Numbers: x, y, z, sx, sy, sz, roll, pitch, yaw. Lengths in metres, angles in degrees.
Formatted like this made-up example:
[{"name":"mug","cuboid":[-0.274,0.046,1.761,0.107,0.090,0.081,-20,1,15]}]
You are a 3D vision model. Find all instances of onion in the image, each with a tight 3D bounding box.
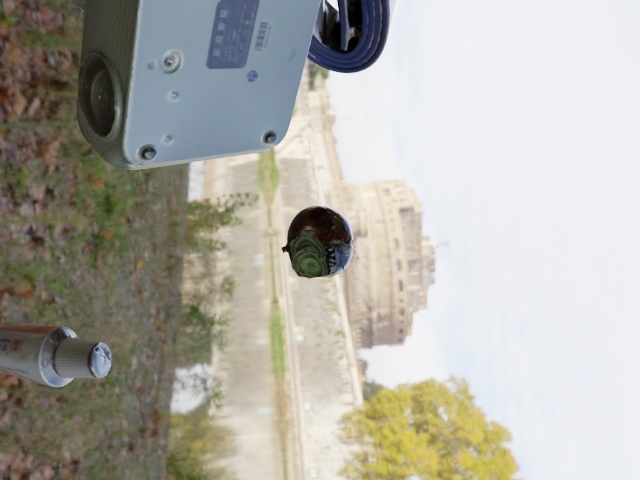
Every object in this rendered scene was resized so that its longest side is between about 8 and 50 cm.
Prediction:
[{"name":"onion","cuboid":[0.000,0.000,1.161,0.118,0.119,0.117,-100,-171,-58]}]

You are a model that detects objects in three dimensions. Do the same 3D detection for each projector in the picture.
[{"name":"projector","cuboid":[-0.111,-0.199,0.696,0.108,0.198,0.250,45,-49,34]}]

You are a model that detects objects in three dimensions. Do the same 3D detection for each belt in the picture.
[{"name":"belt","cuboid":[0.021,-0.449,1.241,0.347,0.212,0.117,71,29,-53]}]

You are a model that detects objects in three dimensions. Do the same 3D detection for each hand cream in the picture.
[{"name":"hand cream","cuboid":[-0.231,0.075,0.496,0.038,0.216,0.052,-64,146,-44]}]

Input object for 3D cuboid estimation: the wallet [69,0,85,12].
[{"name":"wallet","cuboid":[-0.181,-0.382,0.677,0.223,0.309,0.077,43,9,-41]}]
